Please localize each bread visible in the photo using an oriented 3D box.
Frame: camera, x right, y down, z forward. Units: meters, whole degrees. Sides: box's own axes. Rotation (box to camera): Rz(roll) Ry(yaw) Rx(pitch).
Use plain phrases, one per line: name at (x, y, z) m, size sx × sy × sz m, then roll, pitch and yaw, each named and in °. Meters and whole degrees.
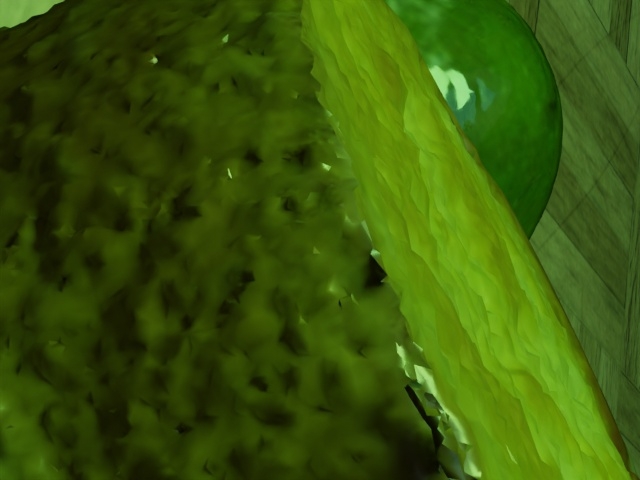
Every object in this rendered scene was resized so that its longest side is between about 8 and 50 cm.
bread at (-0.008, 0.083, 0.547) m, size 0.398 × 0.215 × 0.398 m, roll 57°, pitch 15°, yaw -25°

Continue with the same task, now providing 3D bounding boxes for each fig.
fig at (-0.004, -0.029, 0.821) m, size 0.233 × 0.314 × 0.233 m, roll 19°, pitch 42°, yaw -18°
